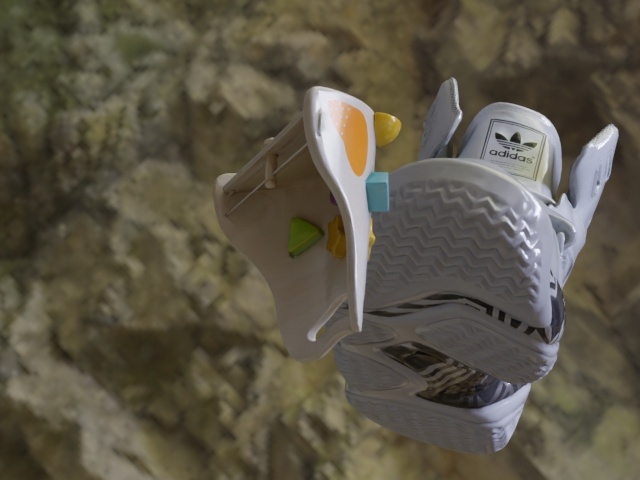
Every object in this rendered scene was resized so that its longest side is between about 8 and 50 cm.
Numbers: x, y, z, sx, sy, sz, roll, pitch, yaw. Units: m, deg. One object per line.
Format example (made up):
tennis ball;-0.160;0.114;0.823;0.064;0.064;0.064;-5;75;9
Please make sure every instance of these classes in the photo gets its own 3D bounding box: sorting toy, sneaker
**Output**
sorting toy;0.000;0.000;0.538;0.045;0.075;0.083;5;160;-24
sneaker;0.091;-0.015;0.938;0.366;0.137;0.210;84;24;-68
